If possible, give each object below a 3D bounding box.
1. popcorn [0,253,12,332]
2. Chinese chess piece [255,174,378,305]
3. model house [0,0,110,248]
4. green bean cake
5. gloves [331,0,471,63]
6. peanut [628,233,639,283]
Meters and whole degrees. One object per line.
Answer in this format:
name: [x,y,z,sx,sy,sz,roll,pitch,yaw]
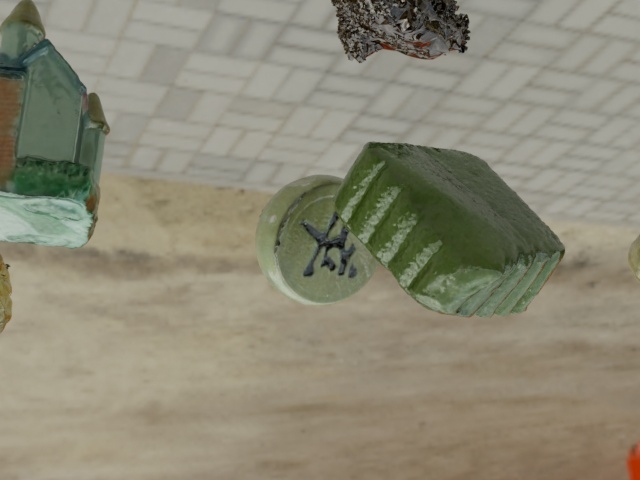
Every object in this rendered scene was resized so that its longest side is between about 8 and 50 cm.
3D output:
popcorn: [-0.609,0.102,1.805,0.250,0.190,0.250,-36,159,-16]
Chinese chess piece: [0.000,0.000,1.606,0.188,0.188,0.083,7,-174,-29]
model house: [-0.425,-0.176,1.570,0.267,0.325,0.194,6,159,-6]
green bean cake: [0.160,-0.013,1.392,0.222,0.248,0.125,1,128,-45]
gloves: [0.088,-0.346,1.593,0.312,0.135,0.210,38,162,-33]
peanut: [0.541,0.030,1.591,0.224,0.129,0.129,-5,161,-22]
